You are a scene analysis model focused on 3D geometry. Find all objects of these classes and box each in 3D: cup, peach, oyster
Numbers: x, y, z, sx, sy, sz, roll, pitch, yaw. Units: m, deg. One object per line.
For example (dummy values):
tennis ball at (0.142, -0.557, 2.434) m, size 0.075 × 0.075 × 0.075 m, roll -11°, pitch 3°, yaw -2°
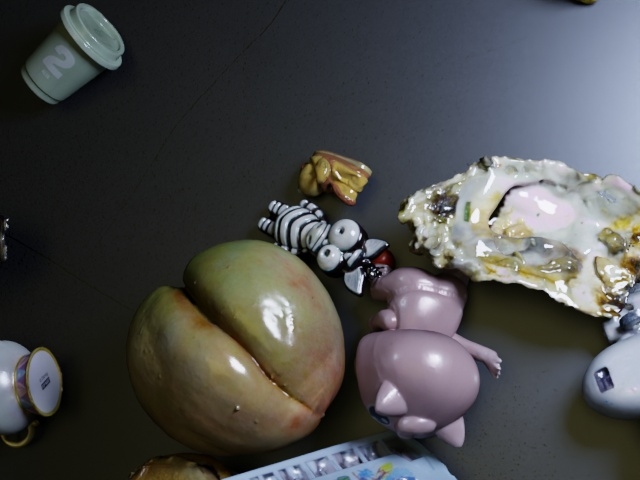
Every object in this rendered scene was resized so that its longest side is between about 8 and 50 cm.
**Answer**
cup at (-0.386, -0.284, 1.538) m, size 0.141 × 0.120 × 0.120 m, roll -35°, pitch 73°, yaw 18°
peach at (-0.105, 0.147, 1.319) m, size 0.292 × 0.247 × 0.292 m, roll 1°, pitch 65°, yaw -2°
oyster at (0.280, -0.015, 1.316) m, size 0.354 × 0.107 × 0.201 m, roll 17°, pitch 74°, yaw 10°

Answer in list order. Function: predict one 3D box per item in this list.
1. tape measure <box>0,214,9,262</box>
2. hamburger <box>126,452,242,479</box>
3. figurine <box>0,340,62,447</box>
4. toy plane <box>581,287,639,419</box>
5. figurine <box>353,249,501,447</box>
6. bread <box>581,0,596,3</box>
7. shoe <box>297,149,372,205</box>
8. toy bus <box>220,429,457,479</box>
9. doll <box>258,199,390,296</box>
tape measure at (-0.617, 0.015, 1.492) m, size 0.271 × 0.231 × 0.133 m, roll -6°, pitch 89°, yaw -25°
hamburger at (-0.168, 0.407, 1.328) m, size 0.244 × 0.163 × 0.245 m, roll -4°, pitch 78°, yaw 21°
figurine at (-0.518, 0.227, 1.457) m, size 0.263 × 0.142 × 0.190 m, roll -11°, pitch 100°, yaw 12°
toy plane at (0.449, 0.160, 1.249) m, size 0.244 × 0.117 × 0.245 m, roll -10°, pitch 62°, yaw 18°
figurine at (0.130, 0.136, 1.328) m, size 0.176 × 0.186 × 0.288 m, roll 16°, pitch 57°, yaw -22°
bread at (0.322, -0.446, 1.371) m, size 0.233 × 0.088 × 0.161 m, roll 50°, pitch 132°, yaw 20°
shoe at (0.016, -0.089, 1.419) m, size 0.109 × 0.072 × 0.069 m, roll 17°, pitch 79°, yaw 16°
toy bus at (0.010, 0.333, 1.235) m, size 0.136 × 0.329 × 0.109 m, roll 51°, pitch 136°, yaw 38°
doll at (0.000, 0.000, 1.389) m, size 0.219 × 0.067 × 0.091 m, roll 26°, pitch 79°, yaw 35°
